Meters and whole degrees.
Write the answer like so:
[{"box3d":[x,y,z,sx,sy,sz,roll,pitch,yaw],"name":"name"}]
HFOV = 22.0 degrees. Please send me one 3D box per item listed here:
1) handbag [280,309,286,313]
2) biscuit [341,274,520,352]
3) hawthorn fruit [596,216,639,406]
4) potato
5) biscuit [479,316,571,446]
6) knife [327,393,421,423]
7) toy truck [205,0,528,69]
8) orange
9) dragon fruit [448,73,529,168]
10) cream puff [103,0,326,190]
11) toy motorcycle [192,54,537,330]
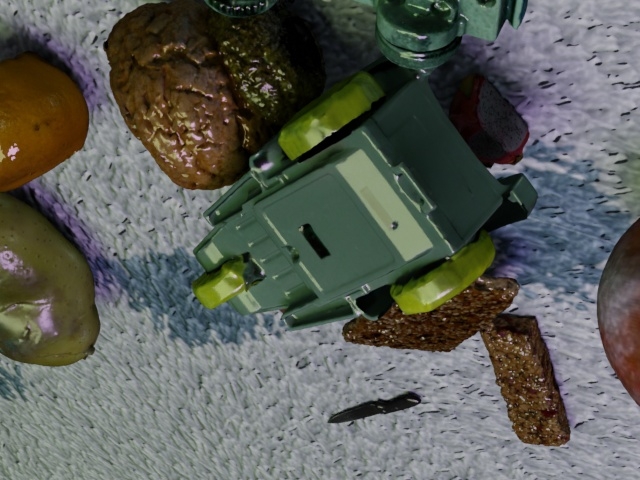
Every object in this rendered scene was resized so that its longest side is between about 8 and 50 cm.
[{"box3d":[0.000,0.000,1.668,0.151,0.072,0.193,45,143,-23],"name":"handbag"},{"box3d":[0.106,0.074,1.655,0.131,0.025,0.231,5,161,-11],"name":"biscuit"},{"box3d":[0.371,0.059,1.380,0.263,0.231,0.235,2,-177,-27],"name":"hawthorn fruit"},{"box3d":[-0.352,0.045,1.895,0.169,0.143,0.248,-8,133,26],"name":"potato"},{"box3d":[0.219,0.151,1.748,0.064,0.034,0.199,4,140,28],"name":"biscuit"},{"box3d":[0.059,0.200,1.940,0.023,0.010,0.170,41,145,-20],"name":"knife"},{"box3d":[0.030,-0.246,1.252,0.279,0.156,0.155,19,144,13],"name":"toy truck"},{"box3d":[-0.312,-0.121,1.658,0.157,0.156,0.134,-3,115,36],"name":"orange"},{"box3d":[0.139,-0.098,1.460,0.060,0.056,0.083,-16,128,44],"name":"dragon fruit"},{"box3d":[-0.077,-0.155,1.462,0.169,0.183,0.183,-27,121,25],"name":"cream puff"},{"box3d":[0.022,-0.036,1.450,0.191,0.200,0.326,53,142,-9],"name":"toy motorcycle"}]
